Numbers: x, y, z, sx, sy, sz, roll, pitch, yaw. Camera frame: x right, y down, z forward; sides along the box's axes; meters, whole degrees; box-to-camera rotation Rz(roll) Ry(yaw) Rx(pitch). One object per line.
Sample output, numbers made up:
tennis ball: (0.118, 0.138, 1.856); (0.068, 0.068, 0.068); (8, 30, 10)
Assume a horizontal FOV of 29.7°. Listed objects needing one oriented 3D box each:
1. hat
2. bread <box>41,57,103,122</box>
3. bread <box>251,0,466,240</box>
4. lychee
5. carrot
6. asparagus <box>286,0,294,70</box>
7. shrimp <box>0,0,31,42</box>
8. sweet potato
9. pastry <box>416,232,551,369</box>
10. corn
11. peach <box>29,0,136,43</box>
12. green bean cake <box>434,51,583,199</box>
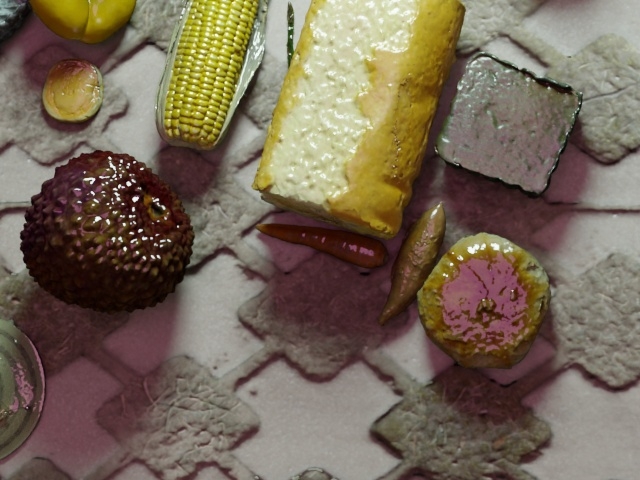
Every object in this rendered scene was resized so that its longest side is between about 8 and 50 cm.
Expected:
hat: (-0.563, 0.231, 1.881); (0.252, 0.110, 0.252); (-1, 85, 10)
bread: (-0.399, -0.240, 1.941); (0.110, 0.024, 0.110); (-1, 83, 10)
bread: (0.062, -0.207, 1.788); (0.236, 0.165, 0.375); (16, 86, 8)
lychee: (-0.333, -0.002, 1.807); (0.271, 0.271, 0.271); (-1, 84, 10)
carrot: (0.000, 0.000, 1.843); (0.216, 0.048, 0.048); (14, 87, 15)
asparagus: (-0.044, -0.294, 1.892); (0.016, 0.016, 0.163); (-8, 82, 35)
shrimp: (-0.609, -0.314, 1.928); (0.410, 0.166, 0.221); (-31, 46, -8)
sweet potato: (0.138, 0.036, 1.808); (0.068, 0.060, 0.206); (24, 90, 49)
pastry: (0.242, 0.092, 1.764); (0.182, 0.093, 0.192); (36, 90, 9)
corn: (-0.171, -0.289, 1.869); (0.123, 0.122, 0.305); (13, 84, 39)
peach: (-0.374, -0.395, 1.890); (0.179, 0.103, 0.179); (-2, 95, -25)
green bean cake: (0.278, -0.168, 1.783); (0.181, 0.094, 0.173); (21, 89, 10)
